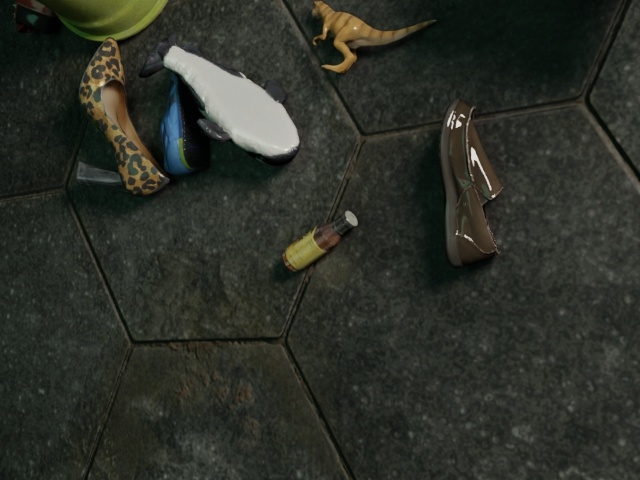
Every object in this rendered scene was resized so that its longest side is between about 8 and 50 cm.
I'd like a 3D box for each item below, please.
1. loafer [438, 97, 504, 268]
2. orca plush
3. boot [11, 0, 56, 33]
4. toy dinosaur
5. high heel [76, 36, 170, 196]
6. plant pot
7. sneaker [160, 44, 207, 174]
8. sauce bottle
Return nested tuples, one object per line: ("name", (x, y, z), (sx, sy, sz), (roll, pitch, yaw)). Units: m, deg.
("loafer", (0.199, -0.075, 1.285), (0.078, 0.080, 0.220), (-2, 97, 15))
("orca plush", (-0.153, -0.190, 1.521), (0.287, 0.151, 0.102), (26, 145, 9))
("boot", (-0.563, -0.492, 1.855), (0.244, 0.088, 0.176), (39, 112, 27))
("toy dinosaur", (0.048, -0.290, 1.405), (0.211, 0.064, 0.112), (26, 102, 34))
("high heel", (-0.313, -0.207, 1.663), (0.186, 0.093, 0.261), (9, 95, 29))
("plant pot", (-0.408, -0.478, 1.597), (0.276, 0.254, 0.276), (0, 91, 22))
("sneaker", (-0.231, -0.210, 1.605), (0.082, 0.069, 0.209), (-3, 86, 40))
("sauce bottle", (0.000, 0.000, 1.442), (0.128, 0.042, 0.042), (-35, 68, 28))
